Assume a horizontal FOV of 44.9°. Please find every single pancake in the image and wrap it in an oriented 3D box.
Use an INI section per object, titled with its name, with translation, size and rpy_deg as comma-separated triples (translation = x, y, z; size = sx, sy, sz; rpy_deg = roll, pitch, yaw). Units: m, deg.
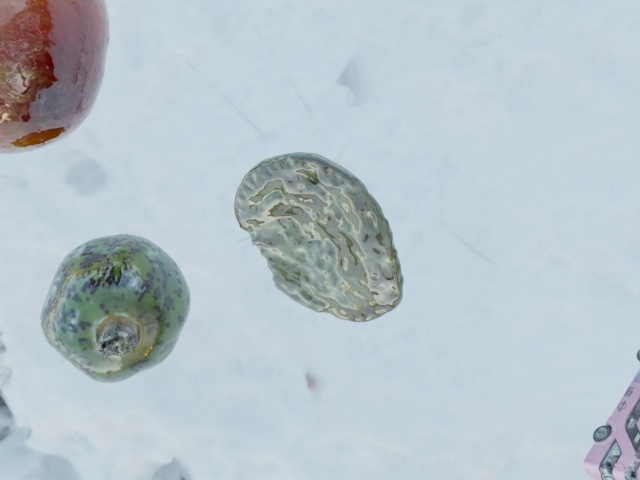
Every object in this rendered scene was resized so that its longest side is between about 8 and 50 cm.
[pancake]
translation = 0.001, 0.000, 0.922
size = 0.236, 0.042, 0.222
rpy_deg = 47, 135, -5

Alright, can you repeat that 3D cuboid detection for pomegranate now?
[pomegranate]
translation = -0.344, 0.120, 1.304
size = 0.254, 0.270, 0.254
rpy_deg = -5, 114, -11

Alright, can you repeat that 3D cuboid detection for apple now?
[apple]
translation = -0.363, -0.222, 0.965
size = 0.163, 0.251, 0.293
rpy_deg = 40, 116, 23

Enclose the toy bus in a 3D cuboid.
[toy bus]
translation = 0.376, 0.190, 0.859
size = 0.063, 0.090, 0.203
rpy_deg = 46, 71, -20
